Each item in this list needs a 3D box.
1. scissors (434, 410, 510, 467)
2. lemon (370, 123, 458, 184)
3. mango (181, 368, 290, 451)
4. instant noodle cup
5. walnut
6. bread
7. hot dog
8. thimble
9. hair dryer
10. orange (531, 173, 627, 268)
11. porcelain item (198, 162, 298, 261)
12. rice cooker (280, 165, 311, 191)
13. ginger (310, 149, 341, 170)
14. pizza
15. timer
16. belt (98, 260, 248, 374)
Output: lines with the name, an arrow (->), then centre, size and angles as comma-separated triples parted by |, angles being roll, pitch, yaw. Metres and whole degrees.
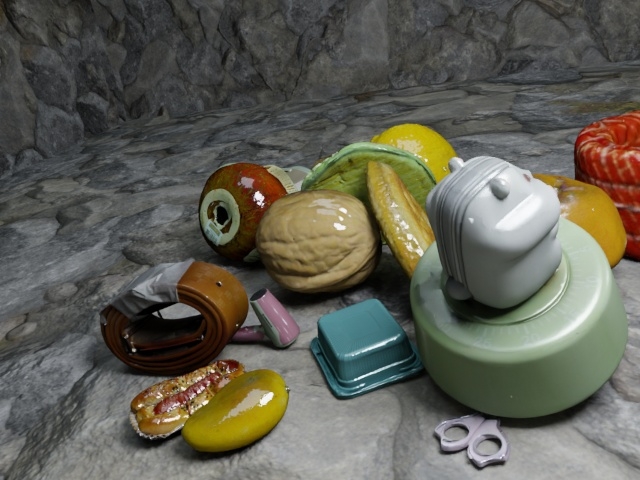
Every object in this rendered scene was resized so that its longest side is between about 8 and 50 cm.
scissors -> 0.234, 0.233, 0.765 | 0.100, 0.015, 0.189 | 9, 30, 40
lemon -> 0.216, -0.164, 1.353 | 0.228, 0.228, 0.253 | -16, 59, -12
mango -> -0.119, 0.247, 0.808 | 0.161, 0.076, 0.103 | -25, 33, -22
instant noodle cup -> 0.069, 0.165, 0.918 | 0.157, 0.070, 0.179 | -17, 26, -11
walnut -> 0.000, 0.000, 1.111 | 0.261, 0.225, 0.225 | -4, 25, 30
bread -> 0.109, -0.092, 1.200 | 0.301, 0.301, 0.045 | -4, 49, 13
hot dog -> -0.202, 0.242, 0.876 | 0.191, 0.059, 0.108 | -21, 31, -28
thimble -> 0.675, -0.116, 1.085 | 0.350, 0.231, 0.350 | -10, 26, 5
hair dryer -> -0.124, 0.156, 1.007 | 0.154, 0.106, 0.054 | -27, 20, 25
orange -> 0.418, -0.018, 1.008 | 0.249, 0.183, 0.249 | -5, 42, 4
porcelain item -> -0.161, -0.070, 1.347 | 0.253, 0.253, 0.253 | -9, 25, 4
rice cooker -> -0.065, -0.119, 1.495 | 0.206, 0.145, 0.127 | 12, 43, 45
ginger -> 0.104, -0.174, 1.578 | 0.219, 0.123, 0.270 | -24, 37, -19
pizza -> 0.161, -0.003, 1.026 | 0.087, 0.268, 0.258 | -32, 18, 15
timer -> 0.232, 0.025, 0.727 | 0.290, 0.315, 0.291 | -15, 42, 14
belt -> -0.253, 0.132, 0.965 | 0.261, 0.184, 0.105 | -13, 22, 26
